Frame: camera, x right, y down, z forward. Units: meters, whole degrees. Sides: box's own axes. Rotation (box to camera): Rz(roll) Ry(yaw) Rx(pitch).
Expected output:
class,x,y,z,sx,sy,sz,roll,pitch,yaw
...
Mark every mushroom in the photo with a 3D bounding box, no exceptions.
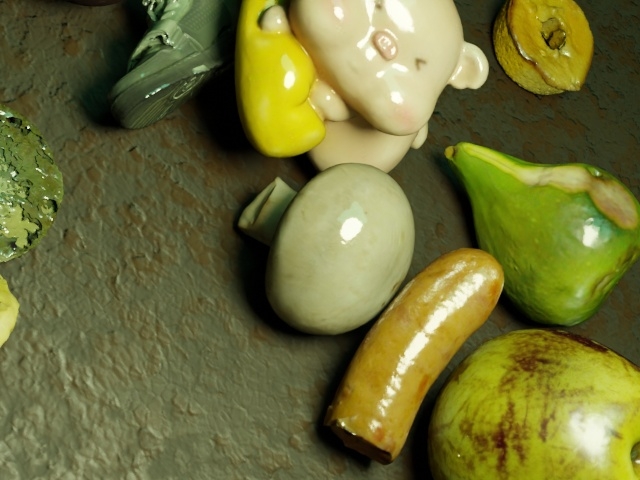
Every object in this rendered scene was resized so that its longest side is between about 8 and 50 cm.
class,x,y,z,sx,sy,sz,roll,pitch,yaw
mushroom,0.000,0.000,1.741,0.204,0.204,0.204,17,56,-28

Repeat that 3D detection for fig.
class,x,y,z,sx,sy,sz,roll,pitch,yaw
fig,0.267,-0.029,1.947,0.275,0.206,0.206,38,46,13

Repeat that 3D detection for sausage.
class,x,y,z,sx,sy,sz,roll,pitch,yaw
sausage,0.106,0.118,1.725,0.109,0.109,0.270,40,76,-11

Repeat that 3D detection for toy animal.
class,x,y,z,sx,sy,sz,roll,pitch,yaw
toy animal,0.056,-0.191,1.769,0.277,0.247,0.345,-58,133,-42

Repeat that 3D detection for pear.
class,x,y,z,sx,sy,sz,roll,pitch,yaw
pear,0.264,0.227,1.724,0.284,0.283,0.283,17,56,-28

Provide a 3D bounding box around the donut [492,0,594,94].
class,x,y,z,sx,sy,sz,roll,pitch,yaw
donut,0.312,-0.283,2.188,0.162,0.065,0.178,46,47,-13

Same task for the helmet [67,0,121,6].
class,x,y,z,sx,sy,sz,roll,pitch,yaw
helmet,-0.258,-0.363,1.728,0.189,0.193,0.216,-42,76,-10

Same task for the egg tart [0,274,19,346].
class,x,y,z,sx,sy,sz,roll,pitch,yaw
egg tart,-0.424,0.106,1.321,0.345,0.345,0.132,-17,115,-41

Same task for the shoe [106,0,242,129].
class,x,y,z,sx,sy,sz,roll,pitch,yaw
shoe,-0.175,-0.239,1.781,0.149,0.109,0.293,54,40,0

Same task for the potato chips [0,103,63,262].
class,x,y,z,sx,sy,sz,roll,pitch,yaw
potato chips,-0.362,-0.062,1.598,0.202,0.029,0.220,26,51,-25
